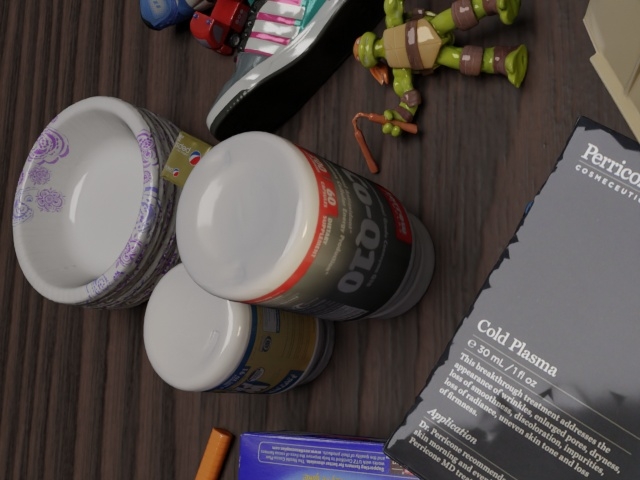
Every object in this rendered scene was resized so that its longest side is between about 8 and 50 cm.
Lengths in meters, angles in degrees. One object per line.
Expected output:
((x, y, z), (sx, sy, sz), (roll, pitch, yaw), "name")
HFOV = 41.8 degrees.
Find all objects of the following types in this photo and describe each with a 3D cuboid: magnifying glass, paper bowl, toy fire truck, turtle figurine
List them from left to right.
((-0.281, -0.045, 1.161), (0.284, 0.148, 0.284), (-7, 77, 33), "paper bowl")
((-0.163, 0.352, 1.074), (0.092, 0.026, 0.230), (22, 92, 35), "magnifying glass")
((-0.136, -0.361, 1.136), (0.047, 0.135, 0.192), (31, 98, 35), "toy fire truck")
((0.123, -0.213, 0.963), (0.217, 0.087, 0.269), (2, 104, 31), "turtle figurine")

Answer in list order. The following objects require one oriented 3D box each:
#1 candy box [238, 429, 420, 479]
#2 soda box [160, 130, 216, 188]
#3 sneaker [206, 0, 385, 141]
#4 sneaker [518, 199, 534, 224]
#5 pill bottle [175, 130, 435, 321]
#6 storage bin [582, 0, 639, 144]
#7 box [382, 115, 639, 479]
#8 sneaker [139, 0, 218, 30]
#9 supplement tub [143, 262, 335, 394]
((0.041, 0.368, 0.874), (0.268, 0.122, 0.317), (-3, 78, 32), "candy box")
((-0.106, -0.074, 1.028), (0.058, 0.181, 0.061), (29, 96, 35), "soda box")
((-0.067, -0.279, 1.077), (0.295, 0.124, 0.178), (-42, 65, 11), "sneaker")
((0.254, 0.045, 0.836), (0.067, 0.078, 0.188), (-23, 80, -11), "sneaker")
((0.000, 0.000, 0.878), (0.161, 0.283, 0.161), (-8, 75, 32), "pill bottle")
((0.355, -0.126, 0.567), (0.262, 0.123, 0.260), (-17, 62, -5), "storage bin")
((0.287, 0.124, 0.679), (0.343, 0.179, 0.312), (33, 100, 19), "box")
((-0.263, -0.457, 1.247), (0.147, 0.130, 0.329), (-28, 66, 24), "sneaker")
((-0.087, 0.104, 0.967), (0.144, 0.200, 0.144), (-8, 76, 33), "supplement tub")
